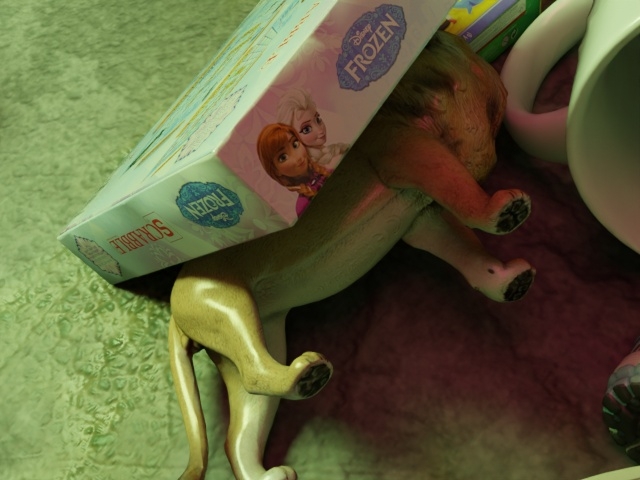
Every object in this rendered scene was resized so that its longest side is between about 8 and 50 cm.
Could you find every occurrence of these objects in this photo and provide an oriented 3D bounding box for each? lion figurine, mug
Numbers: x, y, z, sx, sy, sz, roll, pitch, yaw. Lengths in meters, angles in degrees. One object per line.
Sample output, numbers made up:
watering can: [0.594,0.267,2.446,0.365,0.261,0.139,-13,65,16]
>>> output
lion figurine: [0.000,0.000,0.720,0.392,0.142,0.240,-36,49,-10]
mug: [0.298,-0.162,0.721,0.374,0.276,0.328,-14,40,39]

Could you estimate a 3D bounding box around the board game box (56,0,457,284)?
board game box: [-0.031,-0.120,0.731,0.319,0.066,0.318,-55,19,-24]

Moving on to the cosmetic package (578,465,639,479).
cosmetic package: [0.164,0.279,0.493,0.153,0.129,0.296,-12,53,1]

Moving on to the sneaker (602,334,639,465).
sneaker: [0.321,0.082,0.594,0.283,0.110,0.122,6,43,31]

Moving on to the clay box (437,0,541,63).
clay box: [0.077,-0.232,0.919,0.222,0.053,0.127,37,68,29]
